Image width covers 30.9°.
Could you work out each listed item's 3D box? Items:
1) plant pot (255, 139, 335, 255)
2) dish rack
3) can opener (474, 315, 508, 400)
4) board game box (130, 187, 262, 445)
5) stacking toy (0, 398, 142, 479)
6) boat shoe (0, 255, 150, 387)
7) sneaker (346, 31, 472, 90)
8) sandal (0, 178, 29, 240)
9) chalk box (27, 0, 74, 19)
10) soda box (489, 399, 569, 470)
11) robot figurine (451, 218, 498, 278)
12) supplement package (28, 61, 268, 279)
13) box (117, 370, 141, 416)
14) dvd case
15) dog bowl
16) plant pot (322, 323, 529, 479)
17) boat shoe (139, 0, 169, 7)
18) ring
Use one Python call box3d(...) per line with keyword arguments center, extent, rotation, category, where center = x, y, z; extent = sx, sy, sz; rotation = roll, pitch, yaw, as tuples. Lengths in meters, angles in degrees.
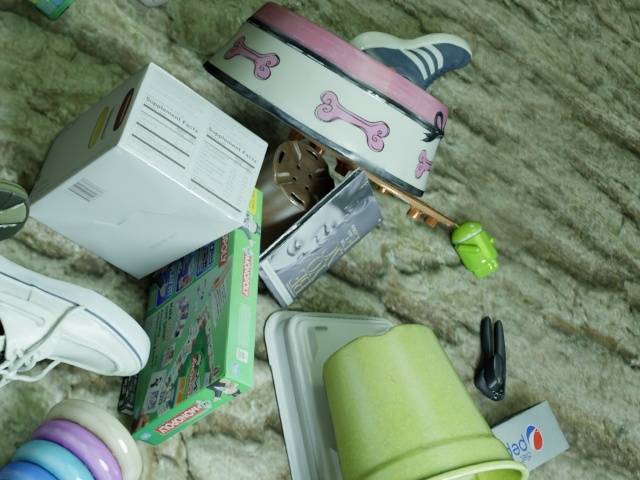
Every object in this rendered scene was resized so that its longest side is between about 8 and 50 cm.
box3d(center=(-0.075, -0.067, 1.818), extent=(0.167, 0.165, 0.166), rotation=(23, 53, -35), category="plant pot")
box3d(center=(0.060, 0.262, 1.836), extent=(0.286, 0.072, 0.332), rotation=(7, 64, -43), category="dish rack")
box3d(center=(0.322, 0.216, 2.132), extent=(0.059, 0.073, 0.186), rotation=(32, 39, -18), category="can opener")
box3d(center=(-0.166, 0.096, 1.574), extent=(0.046, 0.213, 0.317), rotation=(29, 45, -31), category="board game box")
box3d(center=(-0.356, 0.333, 1.339), extent=(0.141, 0.141, 0.330), rotation=(52, 45, -9), category="stacking toy")
box3d(center=(-0.386, 0.114, 1.427), extent=(0.367, 0.136, 0.156), rotation=(32, 48, -25), category="boat shoe")
box3d(center=(0.174, -0.316, 2.252), extent=(0.350, 0.131, 0.148), rotation=(-9, 81, -41), category="sneaker")
box3d(center=(-0.512, -0.070, 1.445), extent=(0.303, 0.120, 0.086), rotation=(18, 32, -41), category="sandal")
box3d(center=(-0.399, -0.433, 1.736), extent=(0.132, 0.132, 0.213), rotation=(40, 45, -22), category="chalk box")
box3d(center=(0.309, 0.369, 2.002), extent=(0.286, 0.091, 0.098), rotation=(-15, 77, -48), category="soda box")
box3d(center=(0.294, 0.013, 2.211), extent=(0.115, 0.067, 0.101), rotation=(61, 31, 2), category="robot figurine")
box3d(center=(-0.241, -0.087, 1.582), extent=(0.204, 0.262, 0.145), rotation=(34, 52, -27), category="supplement package")
box3d(center=(-0.237, 0.217, 1.602), extent=(0.083, 0.018, 0.067), rotation=(27, 50, -32), category="box")
box3d(center=(0.000, 0.000, 1.792), extent=(0.018, 0.221, 0.164), rotation=(45, -8, 28), category="dvd case")
box3d(center=(0.025, -0.234, 1.850), extent=(0.408, 0.150, 0.408), rotation=(30, 7, -4), category="dog bowl")
box3d(center=(0.123, 0.271, 1.673), extent=(0.276, 0.276, 0.253), rotation=(7, 52, -43), category="plant pot")
box3d(center=(-0.307, -0.542, 1.885), extent=(0.123, 0.116, 0.324), rotation=(-17, 104, -12), category="boat shoe")
box3d(center=(0.077, -0.106, 1.947), extent=(0.337, 0.032, 0.336), rotation=(32, 5, -3), category="ring")
